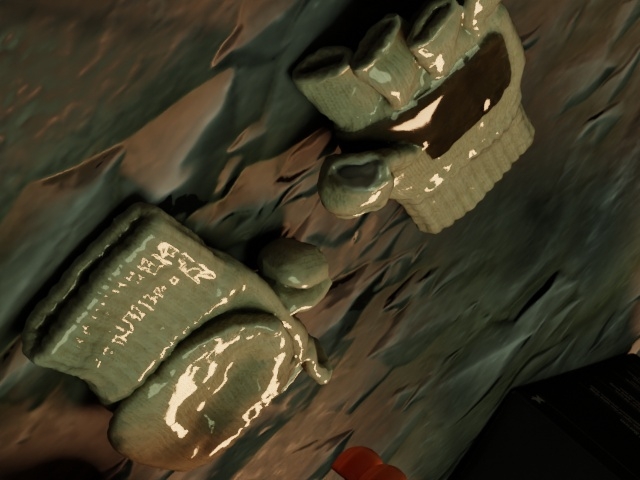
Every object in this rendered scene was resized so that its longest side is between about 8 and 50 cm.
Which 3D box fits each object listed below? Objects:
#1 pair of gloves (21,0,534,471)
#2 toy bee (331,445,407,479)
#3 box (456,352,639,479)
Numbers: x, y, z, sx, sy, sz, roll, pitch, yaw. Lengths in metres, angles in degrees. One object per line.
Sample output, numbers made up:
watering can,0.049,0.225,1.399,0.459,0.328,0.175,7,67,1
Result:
pair of gloves,0.000,0.000,0.737,0.240,0.042,0.204,-43,156,-7
toy bee,-0.041,0.150,0.744,0.298,0.195,0.162,22,91,-47
box,0.241,0.201,1.176,0.184,0.261,0.103,-5,130,-56
